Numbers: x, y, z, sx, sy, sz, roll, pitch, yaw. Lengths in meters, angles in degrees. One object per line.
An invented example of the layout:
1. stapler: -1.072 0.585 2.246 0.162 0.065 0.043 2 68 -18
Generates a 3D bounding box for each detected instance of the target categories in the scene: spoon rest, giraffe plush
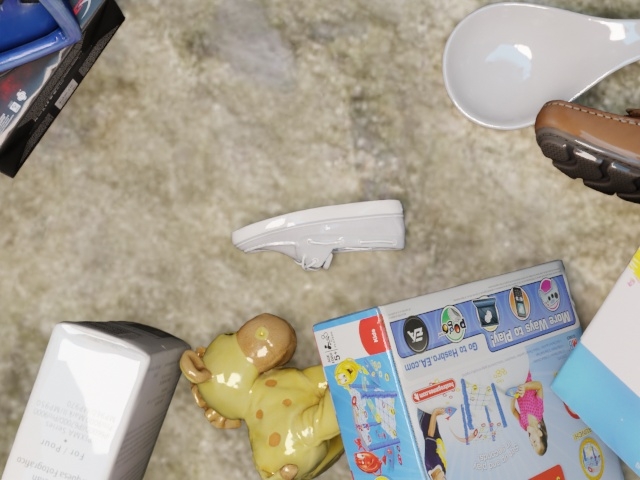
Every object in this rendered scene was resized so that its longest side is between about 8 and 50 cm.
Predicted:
1. spoon rest: 0.266 -0.196 1.242 0.276 0.084 0.137 -10 85 -2
2. giraffe plush: -0.046 0.150 1.173 0.170 0.181 0.210 43 69 14

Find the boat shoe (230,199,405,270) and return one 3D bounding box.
1. boat shoe: 0.000 0.000 1.236 0.184 0.066 0.063 -8 84 -11

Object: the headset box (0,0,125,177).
1. headset box: -0.390 -0.238 1.221 0.293 0.110 0.218 35 86 2

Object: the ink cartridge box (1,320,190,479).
1. ink cartridge box: -0.238 0.264 1.084 0.091 0.308 0.385 21 87 1

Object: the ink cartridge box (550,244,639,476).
1. ink cartridge box: 0.395 0.091 1.079 0.197 0.198 0.270 47 120 41

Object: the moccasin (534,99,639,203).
1. moccasin: 0.409 -0.105 1.208 0.380 0.139 0.147 7 84 -1

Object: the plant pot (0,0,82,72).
1. plant pot: -0.376 -0.269 1.056 0.236 0.236 0.212 -19 81 -2

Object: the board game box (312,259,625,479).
1. board game box: 0.159 0.191 1.113 0.086 0.308 0.302 -19 84 42
